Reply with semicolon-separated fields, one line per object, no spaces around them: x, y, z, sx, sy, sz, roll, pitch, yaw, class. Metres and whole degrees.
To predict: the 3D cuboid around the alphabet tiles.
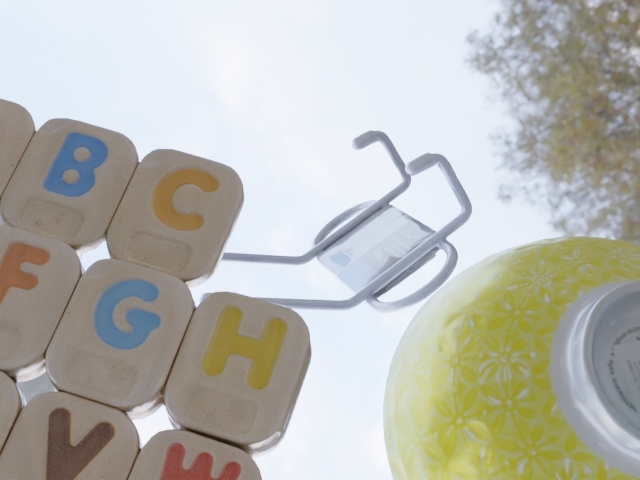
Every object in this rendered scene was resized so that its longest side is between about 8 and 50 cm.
-0.155;0.058;0.526;0.284;0.021;0.278;16;-117;8;alphabet tiles

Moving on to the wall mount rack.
0.000;0.000;1.333;0.130;0.304;0.350;57;174;-19;wall mount rack

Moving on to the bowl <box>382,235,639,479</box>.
0.200;0.109;0.782;0.290;0.156;0.289;5;-115;-10;bowl

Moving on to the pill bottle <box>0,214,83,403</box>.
-0.271;0.110;0.726;0.204;0.361;0.204;19;-159;-8;pill bottle
